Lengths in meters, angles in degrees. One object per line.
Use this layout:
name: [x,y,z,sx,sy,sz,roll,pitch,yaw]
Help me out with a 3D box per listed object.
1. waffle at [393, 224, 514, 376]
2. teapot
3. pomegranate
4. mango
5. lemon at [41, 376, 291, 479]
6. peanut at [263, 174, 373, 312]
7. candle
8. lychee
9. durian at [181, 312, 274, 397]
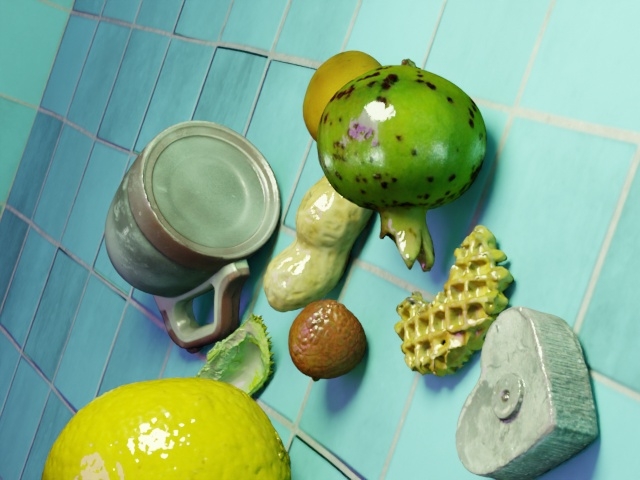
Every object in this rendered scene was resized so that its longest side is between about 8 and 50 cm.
waffle: [0.153,0.075,1.678,0.194,0.051,0.149,-56,34,29]
teapot: [-0.213,0.015,2.235,0.312,0.233,0.315,-40,69,55]
pomegranate: [0.098,-0.093,1.720,0.211,0.211,0.263,-9,78,59]
mango: [0.040,-0.182,1.935,0.138,0.113,0.253,-47,19,14]
lemon: [-0.204,0.332,1.876,0.336,0.336,0.336,-38,43,47]
peanut: [0.000,0.000,1.940,0.229,0.103,0.098,-64,16,10]
candle: [0.221,0.173,1.482,0.168,0.068,0.192,26,101,61]
lychee: [0.013,0.136,1.855,0.101,0.140,0.114,-12,39,18]
durian: [-0.135,0.181,2.080,0.215,0.100,0.086,-46,34,29]
